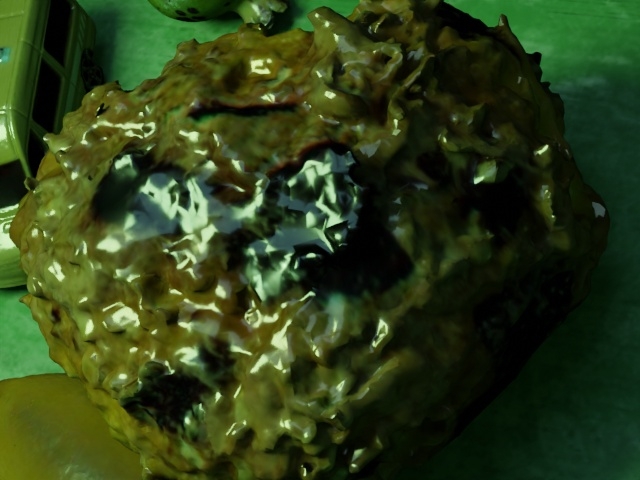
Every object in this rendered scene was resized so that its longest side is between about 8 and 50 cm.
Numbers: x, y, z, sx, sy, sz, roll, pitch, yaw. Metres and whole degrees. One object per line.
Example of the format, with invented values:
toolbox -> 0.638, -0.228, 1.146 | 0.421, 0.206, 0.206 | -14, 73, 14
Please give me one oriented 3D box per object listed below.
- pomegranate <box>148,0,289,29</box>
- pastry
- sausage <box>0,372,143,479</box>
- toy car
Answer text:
pomegranate -> -0.081, -0.222, 1.612 | 0.122, 0.122, 0.161 | -42, 91, -5
pastry -> -0.006, 0.016, 1.316 | 0.405, 0.292, 0.337 | -17, 65, 1
sausage -> -0.160, 0.175, 1.399 | 0.112, 0.112, 0.328 | -46, 52, -8
toy car -> -0.255, -0.093, 1.586 | 0.101, 0.124, 0.257 | -8, 57, 20
